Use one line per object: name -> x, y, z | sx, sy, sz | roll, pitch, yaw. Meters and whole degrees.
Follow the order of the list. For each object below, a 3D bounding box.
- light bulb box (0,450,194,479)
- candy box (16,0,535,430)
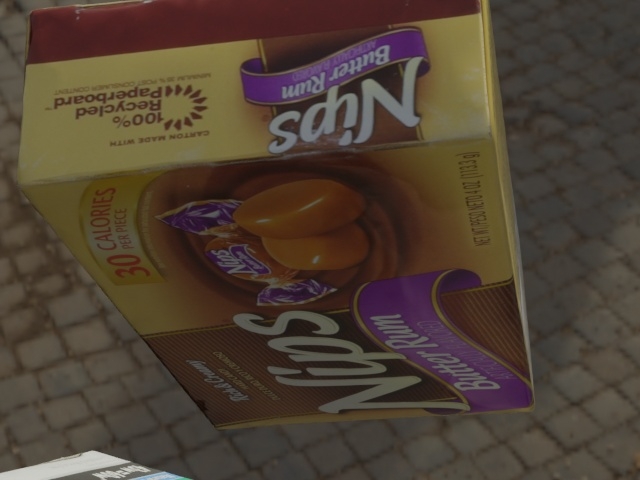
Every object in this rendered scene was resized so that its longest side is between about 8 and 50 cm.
light bulb box -> -0.237, 0.410, 1.357 | 0.225, 0.361, 0.358 | 13, 1, 18
candy box -> 0.000, 0.000, 0.402 | 0.109, 0.186, 0.053 | -5, 63, 8
